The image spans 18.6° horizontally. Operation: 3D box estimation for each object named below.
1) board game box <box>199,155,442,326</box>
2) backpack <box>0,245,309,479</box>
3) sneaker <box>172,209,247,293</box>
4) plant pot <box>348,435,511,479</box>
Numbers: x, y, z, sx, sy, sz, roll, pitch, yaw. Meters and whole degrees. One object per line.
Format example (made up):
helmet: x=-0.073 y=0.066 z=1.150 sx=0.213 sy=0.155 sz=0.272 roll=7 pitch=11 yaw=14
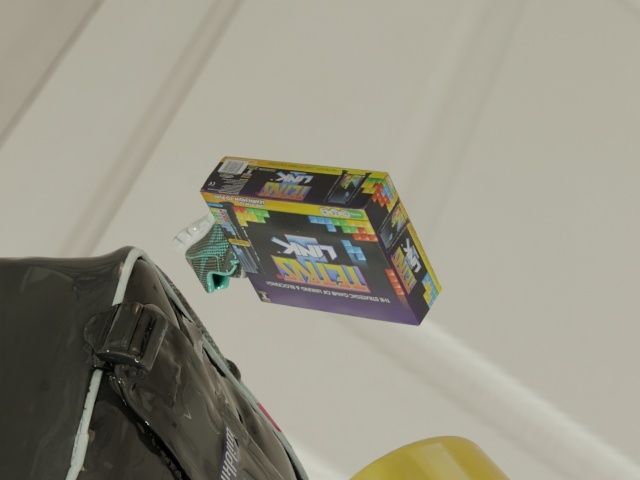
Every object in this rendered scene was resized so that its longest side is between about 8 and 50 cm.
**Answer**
board game box: x=0.000 y=0.000 z=1.637 sx=0.170 sy=0.048 sz=0.141 roll=7 pitch=139 yaw=36
backpack: x=-0.102 y=0.149 z=0.845 sx=0.191 sy=0.225 sz=0.253 roll=-8 pitch=144 yaw=27
sneaker: x=-0.082 y=-0.002 z=1.932 sx=0.166 sy=0.065 sz=0.076 roll=-41 pitch=70 yaw=53
plant pot: x=0.121 y=0.311 z=1.686 sx=0.254 sy=0.239 sz=0.254 roll=-21 pitch=145 yaw=-15
